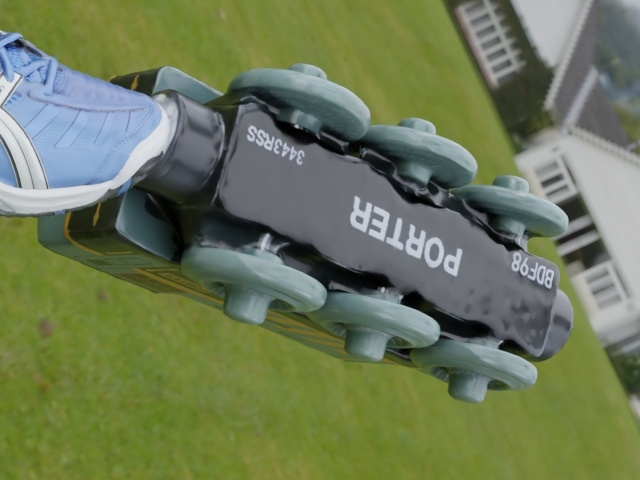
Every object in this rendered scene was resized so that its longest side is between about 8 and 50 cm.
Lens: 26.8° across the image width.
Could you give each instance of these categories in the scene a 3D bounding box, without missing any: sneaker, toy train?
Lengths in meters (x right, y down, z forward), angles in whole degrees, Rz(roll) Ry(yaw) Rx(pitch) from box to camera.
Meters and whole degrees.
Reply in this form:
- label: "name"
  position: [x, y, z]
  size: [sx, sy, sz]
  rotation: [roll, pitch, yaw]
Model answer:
- label: "sneaker"
  position: [-0.161, -0.068, 0.552]
  size: [0.080, 0.211, 0.081]
  rotation: [-108, -146, -52]
- label: "toy train"
  position: [0.000, 0.000, 0.784]
  size: [0.334, 0.190, 0.142]
  rotation: [24, 74, -40]
